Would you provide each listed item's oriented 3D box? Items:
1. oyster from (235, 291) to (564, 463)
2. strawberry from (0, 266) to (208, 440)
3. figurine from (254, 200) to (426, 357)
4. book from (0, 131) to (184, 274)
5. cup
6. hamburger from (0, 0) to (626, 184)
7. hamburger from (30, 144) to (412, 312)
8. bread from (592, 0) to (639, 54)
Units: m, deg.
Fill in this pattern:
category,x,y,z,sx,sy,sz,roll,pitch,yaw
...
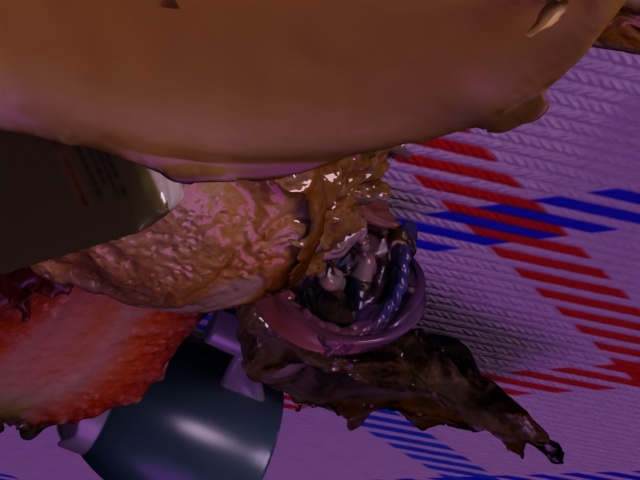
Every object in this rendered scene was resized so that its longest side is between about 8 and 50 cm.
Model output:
category,x,y,z,sx,sy,sz,roll,pitch,yaw
oyster,0.039,0.108,1.262,0.361,0.096,0.221,26,156,-37
strawberry,-0.190,0.034,1.152,0.233,0.138,0.306,4,140,-48
figurine,-0.001,-0.002,1.020,0.126,0.114,0.157,-27,120,2
book,-0.221,-0.088,0.749,0.352,0.239,0.035,-15,-169,45
cup,-0.144,0.167,1.377,0.173,0.167,0.300,24,127,-15
hamburger,-0.023,-0.172,0.453,0.276,0.237,0.276,5,148,3
hamburger,-0.089,-0.067,0.829,0.286,0.146,0.243,16,150,-3
bread,0.102,-0.136,0.720,0.214,0.053,0.073,14,152,-10
